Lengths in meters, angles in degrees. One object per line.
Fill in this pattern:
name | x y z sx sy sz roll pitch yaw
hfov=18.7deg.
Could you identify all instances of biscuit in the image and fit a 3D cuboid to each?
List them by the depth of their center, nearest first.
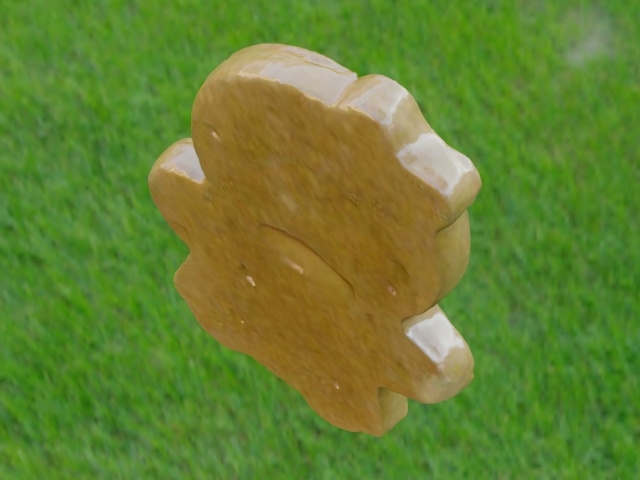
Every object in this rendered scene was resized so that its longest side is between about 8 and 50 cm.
biscuit | -0.003 -0.002 0.659 0.133 0.184 0.027 30 58 26
